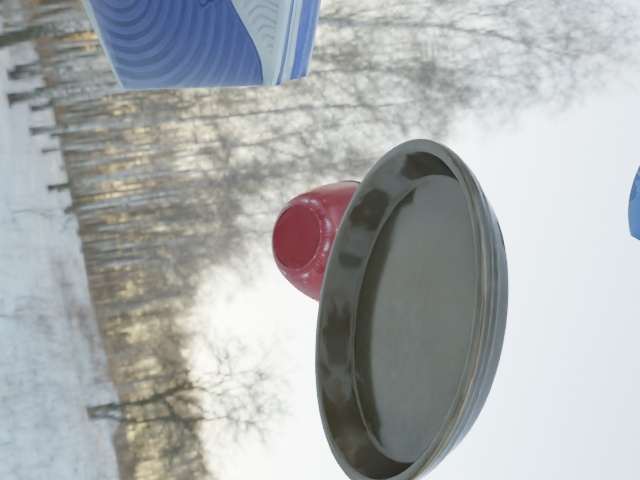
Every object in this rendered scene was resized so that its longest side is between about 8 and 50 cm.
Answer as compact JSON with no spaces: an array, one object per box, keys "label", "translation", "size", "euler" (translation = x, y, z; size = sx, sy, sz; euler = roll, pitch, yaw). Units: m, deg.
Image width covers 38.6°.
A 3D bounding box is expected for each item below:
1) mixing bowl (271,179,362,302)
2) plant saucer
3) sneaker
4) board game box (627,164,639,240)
[{"label":"mixing bowl","translation":[0.000,0.000,1.225],"size":[0.181,0.098,0.182],"euler":[-9,-103,41]},{"label":"plant saucer","translation":[0.066,0.058,0.727],"size":[0.278,0.041,0.278],"euler":[-169,-90,-67]},{"label":"sneaker","translation":[-0.018,-0.229,0.404],"size":[0.127,0.182,0.316],"euler":[10,-66,33]},{"label":"board game box","translation":[0.423,-0.049,1.061],"size":[0.169,0.033,0.133],"euler":[-127,-129,-69]}]
